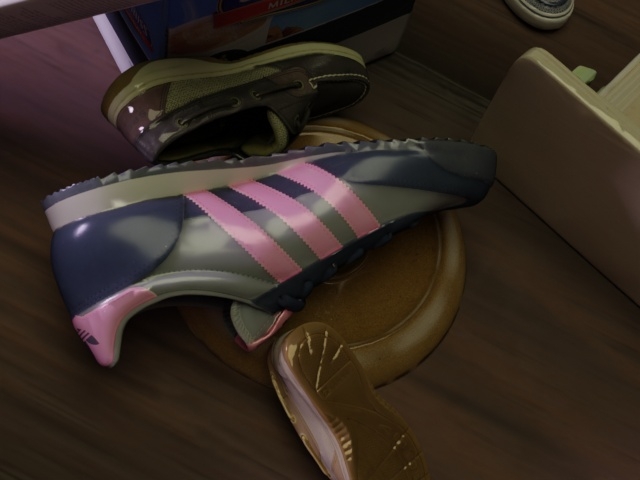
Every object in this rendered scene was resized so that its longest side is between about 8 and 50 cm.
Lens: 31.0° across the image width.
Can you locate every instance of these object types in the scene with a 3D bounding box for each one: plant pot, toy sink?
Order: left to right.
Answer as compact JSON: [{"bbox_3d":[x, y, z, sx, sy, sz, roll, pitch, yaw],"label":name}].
[{"bbox_3d":[0.000,0.000,0.869,0.236,0.032,0.236,4,66,-9],"label":"plant pot"},{"bbox_3d":[0.255,-0.065,0.880,0.234,0.153,0.131,43,65,11],"label":"toy sink"}]

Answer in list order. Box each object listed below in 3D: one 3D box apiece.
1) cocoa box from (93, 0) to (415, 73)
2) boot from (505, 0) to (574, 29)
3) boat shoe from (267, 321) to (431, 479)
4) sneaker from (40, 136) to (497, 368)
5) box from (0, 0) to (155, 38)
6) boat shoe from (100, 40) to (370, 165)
[{"bbox_3d":[-0.092,-0.302,0.880,0.231,0.228,0.347,-23,72,-19],"label":"cocoa box"},{"bbox_3d":[0.185,-0.283,1.001,0.069,0.086,0.190,-8,68,-14],"label":"boot"},{"bbox_3d":[0.019,0.133,0.798,0.063,0.059,0.170,-31,96,-29],"label":"boat shoe"},{"bbox_3d":[-0.022,0.007,0.799,0.319,0.112,0.131,-9,83,-11],"label":"sneaker"},{"bbox_3d":[-0.165,-0.251,0.711,0.322,0.058,0.232,-7,82,23],"label":"box"},{"bbox_3d":[-0.048,-0.091,0.831,0.224,0.080,0.073,-12,64,-39],"label":"boat shoe"}]
